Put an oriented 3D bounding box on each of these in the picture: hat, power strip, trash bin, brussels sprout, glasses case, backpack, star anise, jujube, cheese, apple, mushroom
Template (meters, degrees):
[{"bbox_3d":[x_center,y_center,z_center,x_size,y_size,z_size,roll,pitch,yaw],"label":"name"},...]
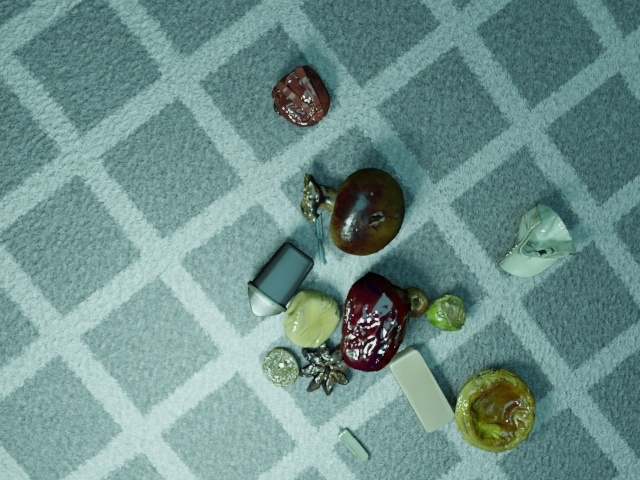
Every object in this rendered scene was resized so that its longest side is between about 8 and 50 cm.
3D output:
[{"bbox_3d":[0.851,0.009,1.822,0.258,0.168,0.301,33,114,-24],"label":"hat"},{"bbox_3d":[0.132,0.841,1.855,0.047,0.030,0.191,-40,95,0],"label":"power strip"},{"bbox_3d":[-0.162,0.157,1.718,0.182,0.209,0.290,37,85,-3],"label":"trash bin"},{"bbox_3d":[0.500,0.294,1.808,0.149,0.122,0.151,-38,101,-37],"label":"brussels sprout"},{"bbox_3d":[0.411,0.608,1.839,0.144,0.076,0.336,-29,94,-1],"label":"glasses case"},{"bbox_3d":[-0.065,-0.543,1.717,0.229,0.139,0.229,0,93,-3],"label":"backpack"},{"bbox_3d":[0.026,0.516,1.798,0.223,0.109,0.235,13,90,-9],"label":"star anise"},{"bbox_3d":[0.207,0.311,1.728,0.259,0.258,0.376,11,99,-4],"label":"jujube"},{"bbox_3d":[-0.033,0.310,1.757,0.214,0.117,0.225,28,86,-30],"label":"cheese"},{"bbox_3d":[0.373,0.254,1.805,0.126,0.102,0.126,0,92,-3],"label":"apple"},{"bbox_3d":[0.136,-0.104,1.733,0.334,0.356,0.330,-2,90,-42],"label":"mushroom"}]

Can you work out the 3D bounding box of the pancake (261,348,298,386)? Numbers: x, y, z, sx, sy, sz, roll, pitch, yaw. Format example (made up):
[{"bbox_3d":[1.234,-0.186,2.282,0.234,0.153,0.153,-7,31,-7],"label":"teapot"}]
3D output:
[{"bbox_3d":[-0.160,0.513,1.807,0.158,0.028,0.158,0,90,12],"label":"pancake"}]

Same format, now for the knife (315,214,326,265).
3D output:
[{"bbox_3d":[0.000,0.000,1.812,0.028,0.015,0.210,-7,93,3],"label":"knife"}]

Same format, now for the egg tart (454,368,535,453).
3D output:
[{"bbox_3d":[0.696,0.685,1.827,0.352,0.150,0.351,0,90,-9],"label":"egg tart"}]
